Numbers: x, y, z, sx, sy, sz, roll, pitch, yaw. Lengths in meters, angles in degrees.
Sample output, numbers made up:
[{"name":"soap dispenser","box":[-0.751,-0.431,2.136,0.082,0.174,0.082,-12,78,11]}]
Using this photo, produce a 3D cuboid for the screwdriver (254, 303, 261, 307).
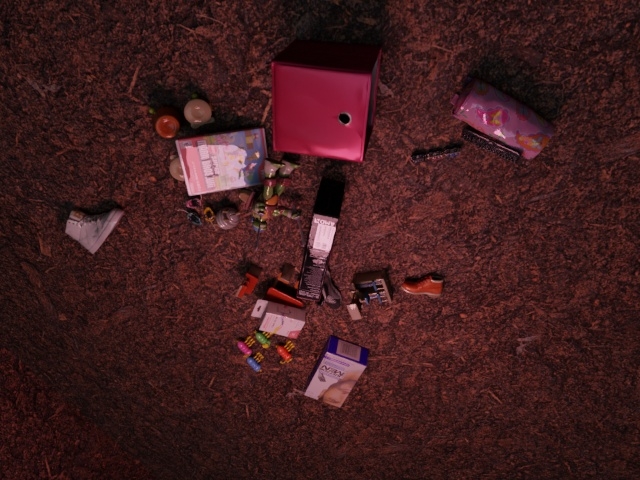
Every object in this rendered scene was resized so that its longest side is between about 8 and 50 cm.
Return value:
[{"name":"screwdriver","box":[-0.209,0.309,2.014,0.170,0.024,0.025,32,96,-2]}]

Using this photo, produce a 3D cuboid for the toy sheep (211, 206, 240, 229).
[{"name":"toy sheep","box":[-0.345,-0.083,1.722,0.132,0.091,0.091,-12,122,35]}]

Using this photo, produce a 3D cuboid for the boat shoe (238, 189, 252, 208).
[{"name":"boat shoe","box":[-0.238,-0.135,1.686,0.135,0.045,0.050,29,126,-8]}]

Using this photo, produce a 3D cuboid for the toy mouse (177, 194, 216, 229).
[{"name":"toy mouse","box":[-0.469,-0.116,1.764,0.143,0.031,0.161,4,125,11]}]

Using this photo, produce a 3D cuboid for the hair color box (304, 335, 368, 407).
[{"name":"hair color box","box":[0.068,0.595,2.094,0.185,0.110,0.338,20,128,-2]}]

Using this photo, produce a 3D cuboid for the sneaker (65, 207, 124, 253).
[{"name":"sneaker","box":[-0.916,-0.071,1.856,0.169,0.108,0.292,41,125,-19]}]

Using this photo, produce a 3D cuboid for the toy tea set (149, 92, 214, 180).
[{"name":"toy tea set","box":[-0.440,-0.323,1.585,0.200,0.124,0.336,-17,120,-11]}]

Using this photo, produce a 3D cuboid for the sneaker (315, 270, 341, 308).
[{"name":"sneaker","box":[0.014,0.222,1.817,0.086,0.132,0.228,-10,128,21]}]

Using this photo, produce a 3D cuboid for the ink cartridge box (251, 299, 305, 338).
[{"name":"ink cartridge box","box":[-0.170,0.311,1.846,0.198,0.067,0.115,16,128,-12]}]

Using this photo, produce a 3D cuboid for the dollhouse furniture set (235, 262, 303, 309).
[{"name":"dollhouse furniture set","box":[-0.197,0.219,1.870,0.259,0.135,0.262,27,126,-6]}]

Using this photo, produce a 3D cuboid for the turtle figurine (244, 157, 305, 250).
[{"name":"turtle figurine","box":[-0.130,-0.124,1.543,0.198,0.274,0.266,7,111,-24]}]

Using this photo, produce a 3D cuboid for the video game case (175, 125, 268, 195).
[{"name":"video game case","box":[-0.318,-0.264,1.554,0.285,0.025,0.204,-11,125,-10]}]

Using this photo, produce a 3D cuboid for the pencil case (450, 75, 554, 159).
[{"name":"pencil case","box":[0.511,-0.344,1.318,0.284,0.124,0.124,27,126,-5]}]

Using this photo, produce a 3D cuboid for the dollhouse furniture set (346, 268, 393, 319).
[{"name":"dollhouse furniture set","box":[0.190,0.220,1.749,0.129,0.183,0.129,-11,121,20]}]

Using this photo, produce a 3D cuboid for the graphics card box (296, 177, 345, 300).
[{"name":"graphics card box","box":[0.000,0.000,1.608,0.094,0.232,0.370,12,126,1]}]

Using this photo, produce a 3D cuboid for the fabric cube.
[{"name":"fabric cube","box":[0.021,-0.398,1.305,0.258,0.259,0.254,9,127,7]}]

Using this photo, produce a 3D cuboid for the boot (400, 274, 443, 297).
[{"name":"boot","box":[0.382,0.161,1.744,0.158,0.059,0.084,5,123,-1]}]

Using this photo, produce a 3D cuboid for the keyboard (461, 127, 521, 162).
[{"name":"keyboard","box":[0.499,-0.275,1.372,0.180,0.108,0.023,31,97,15]}]

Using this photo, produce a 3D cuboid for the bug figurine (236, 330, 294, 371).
[{"name":"bug figurine","box":[-0.268,0.509,2.133,0.279,0.072,0.216,-27,115,29]}]

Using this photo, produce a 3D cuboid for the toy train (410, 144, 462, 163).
[{"name":"toy train","box":[0.363,-0.267,1.459,0.158,0.027,0.036,-8,126,19]}]
